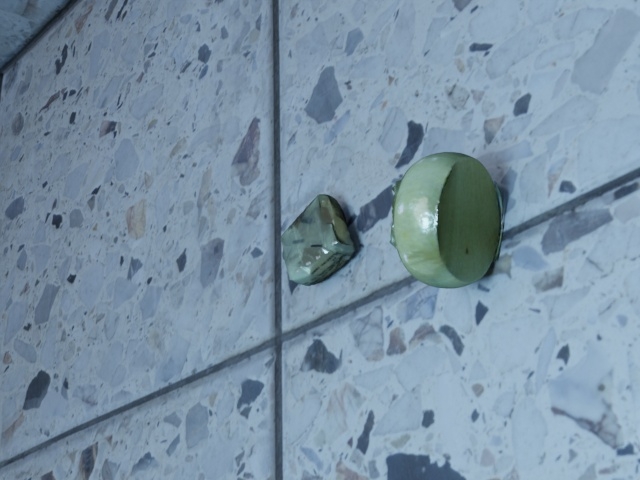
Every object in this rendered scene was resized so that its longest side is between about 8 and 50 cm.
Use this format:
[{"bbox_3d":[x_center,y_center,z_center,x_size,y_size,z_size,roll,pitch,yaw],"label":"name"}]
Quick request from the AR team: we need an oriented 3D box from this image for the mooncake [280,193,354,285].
[{"bbox_3d":[0.000,0.000,1.761,0.125,0.073,0.130,-40,47,29],"label":"mooncake"}]

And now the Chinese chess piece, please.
[{"bbox_3d":[0.175,-0.028,1.459,0.083,0.188,0.189,0,73,38],"label":"Chinese chess piece"}]
